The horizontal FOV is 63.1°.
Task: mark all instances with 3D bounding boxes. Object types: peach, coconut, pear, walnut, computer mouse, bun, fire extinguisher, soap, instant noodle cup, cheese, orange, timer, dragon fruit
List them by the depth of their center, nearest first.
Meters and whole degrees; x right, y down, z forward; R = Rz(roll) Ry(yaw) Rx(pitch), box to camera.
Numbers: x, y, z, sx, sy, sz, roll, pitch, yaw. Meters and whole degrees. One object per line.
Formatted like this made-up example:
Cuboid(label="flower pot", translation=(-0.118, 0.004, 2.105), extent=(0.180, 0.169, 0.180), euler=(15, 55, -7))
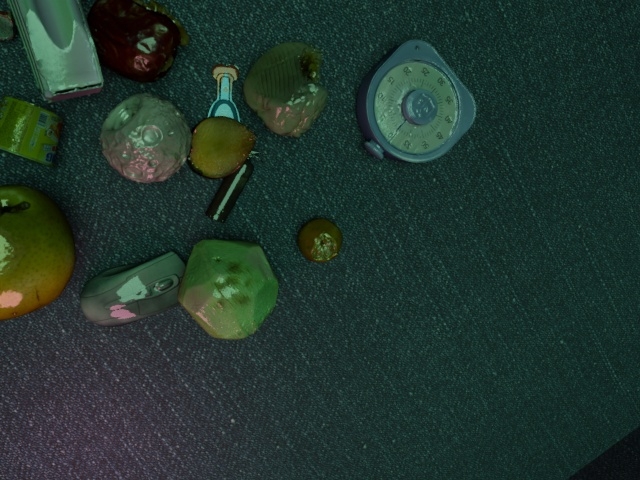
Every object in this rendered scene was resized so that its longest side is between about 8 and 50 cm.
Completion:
Cuboid(label="soap", translation=(-0.723, -0.596, 1.377), extent=(0.156, 0.261, 0.447), euler=(-19, 99, -28))
Cuboid(label="pear", translation=(-0.864, 0.040, 1.443), extent=(0.362, 0.363, 0.419), euler=(16, 126, -16))
Cuboid(label="dragon fruit", translation=(-0.886, -0.605, 1.468), extent=(0.056, 0.060, 0.083), euler=(6, 126, -21))
Cuboid(label="instant noodle cup", translation=(-0.831, -0.307, 1.471), extent=(0.204, 0.205, 0.153), euler=(19, 90, -16))
Cuboid(label="walnut", translation=(-0.526, -0.587, 1.478), extent=(0.268, 0.221, 0.244), euler=(28, 81, -6))
Cuboid(label="bun", translation=(-0.097, -0.448, 1.611), extent=(0.281, 0.281, 0.205), euler=(-38, 148, -4))
Cuboid(label="peach", translation=(-0.299, -0.294, 1.620), extent=(0.279, 0.068, 0.189), euler=(-7, 102, 26))
Cuboid(label="coconut", translation=(-0.295, 0.137, 1.637), extent=(0.328, 0.281, 0.329), euler=(-3, 96, -27))
Cuboid(label="cheese", translation=(-0.305, -0.430, 1.655), extent=(0.106, 0.037, 0.257), euler=(2, 99, -15))
Cuboid(label="computer mouse", translation=(-0.579, 0.164, 1.662), extent=(0.370, 0.122, 0.189), euler=(-21, 105, -12))
Cuboid(label="fire extinguisher", translation=(-0.271, -0.181, 1.690), extent=(0.089, 0.072, 0.268), euler=(29, 93, -11))
Cuboid(label="timer", translation=(0.298, -0.428, 1.733), extent=(0.394, 0.173, 0.396), euler=(-3, 102, -14))
Cuboid(label="orange", translation=(0.000, 0.000, 1.761), extent=(0.154, 0.134, 0.155), euler=(-1, 95, -9))

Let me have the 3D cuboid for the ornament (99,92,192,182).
Cuboid(label="ornament", translation=(-0.501, -0.289, 1.521), extent=(0.259, 0.259, 0.225), euler=(-43, 136, -3))
